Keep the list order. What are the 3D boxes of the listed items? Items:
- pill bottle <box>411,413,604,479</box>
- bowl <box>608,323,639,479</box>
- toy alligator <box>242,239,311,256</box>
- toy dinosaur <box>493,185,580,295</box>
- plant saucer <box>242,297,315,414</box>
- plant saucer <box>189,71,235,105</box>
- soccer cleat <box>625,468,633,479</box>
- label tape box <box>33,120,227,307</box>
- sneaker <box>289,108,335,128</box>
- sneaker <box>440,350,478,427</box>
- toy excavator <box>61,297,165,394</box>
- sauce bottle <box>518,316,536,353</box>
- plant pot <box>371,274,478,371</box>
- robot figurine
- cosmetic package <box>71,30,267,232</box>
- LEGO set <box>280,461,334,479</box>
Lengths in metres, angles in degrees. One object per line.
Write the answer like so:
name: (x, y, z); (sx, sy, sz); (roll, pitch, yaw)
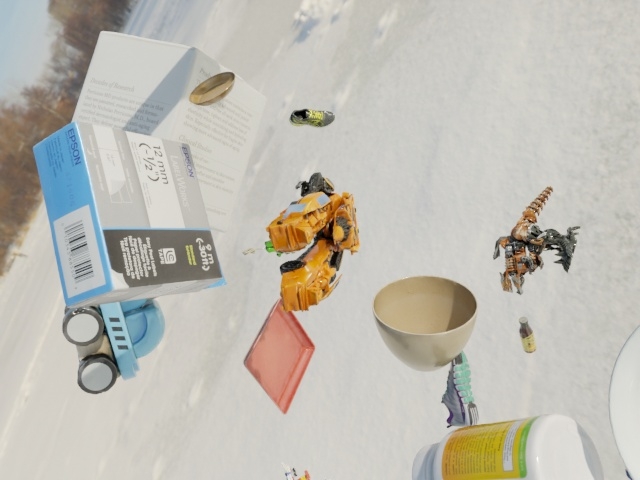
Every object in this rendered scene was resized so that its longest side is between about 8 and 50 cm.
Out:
pill bottle: (0.246, 0.326, 0.789); (0.245, 0.136, 0.136); (-34, 39, 49)
bowl: (0.494, 0.195, 0.619); (0.297, 0.134, 0.298); (-2, 88, 49)
toy alligator: (-0.085, 0.013, 1.308); (0.189, 0.051, 0.056); (-24, 15, -15)
toy dinosaur: (0.631, 0.004, 1.658); (0.218, 0.164, 0.322); (16, 106, 24)
plant saucer: (-0.129, 0.349, 1.720); (0.047, 0.258, 0.259); (-5, 41, 32)
plant saucer: (-0.168, -0.236, 0.891); (0.083, 0.015, 0.083); (-17, 40, 15)
soccer cleat: (0.675, 0.622, 1.221); (0.093, 0.121, 0.289); (-30, -51, -71)
label tape box: (-0.265, -0.038, 0.935); (0.115, 0.347, 0.249); (-21, 81, 30)
sneaker: (-0.015, -0.220, 1.014); (0.035, 0.083, 0.031); (104, 161, -82)
sneaker: (0.378, 0.420, 1.615); (0.098, 0.083, 0.224); (-20, 65, 34)
toy excavator: (-0.524, 0.172, 1.666); (0.222, 0.444, 0.433); (-165, 61, -67)
sauce bottle: (0.618, 0.283, 1.696); (0.042, 0.128, 0.042); (-18, 33, 13)
plant pot: (0.290, 0.251, 1.578); (0.284, 0.284, 0.191); (-122, 22, -60)
robot figurine: (0.000, 0.000, 0.979); (0.085, 0.211, 0.291); (-2, 19, 22)
cosmetic package: (-0.395, -0.263, 1.452); (0.327, 0.329, 0.394); (17, 89, 26)
LEGO set: (-0.060, 0.745, 1.598); (0.244, 0.060, 0.183); (2, 59, 33)
